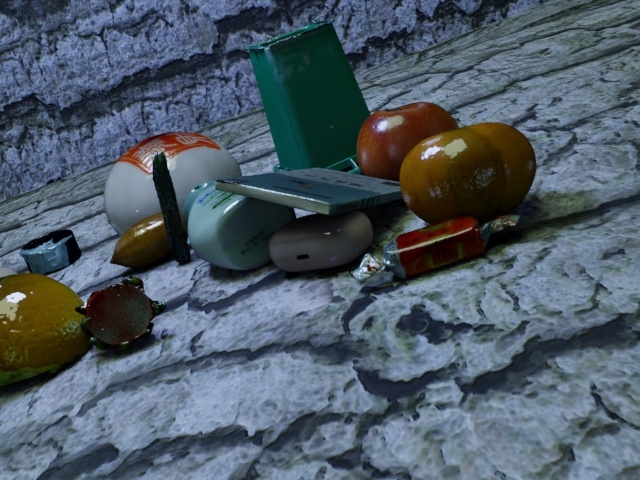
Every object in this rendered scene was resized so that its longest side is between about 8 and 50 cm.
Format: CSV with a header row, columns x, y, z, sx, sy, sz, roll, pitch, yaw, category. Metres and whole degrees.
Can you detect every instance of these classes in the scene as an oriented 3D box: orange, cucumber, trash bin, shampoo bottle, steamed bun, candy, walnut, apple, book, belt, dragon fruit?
x,y,z,sx,sy,sz,roll,pitch,yaw,category
0.260,-0.110,1.528,0.240,0.171,0.240,-15,-2,-1,orange
-0.332,-0.071,1.917,0.044,0.257,0.043,-16,19,-16,cucumber
-0.013,-0.319,2.100,0.259,0.381,0.295,-26,19,-15,trash bin
-0.193,-0.045,1.867,0.222,0.151,0.349,-33,20,-15,shampoo bottle
-0.394,-0.158,2.276,0.374,0.241,0.374,-15,15,4,steamed bun
0.191,0.010,1.439,0.292,0.059,0.086,-18,21,7,candy
-0.400,0.003,2.035,0.207,0.116,0.116,-31,20,-11,walnut
0.194,-0.216,1.916,0.235,0.173,0.210,-29,20,-30,apple
0.007,-0.102,1.721,0.264,0.031,0.379,12,14,29,book
-0.728,0.030,2.343,0.151,0.078,0.198,-25,20,-20,belt
-0.373,0.134,1.586,0.175,0.142,0.138,-29,36,63,dragon fruit
-0.597,0.167,1.682,0.262,0.196,0.334,-17,5,-41,orange

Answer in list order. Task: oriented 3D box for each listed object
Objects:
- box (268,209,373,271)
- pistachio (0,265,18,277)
x,y,z,sx,sy,sz,roll,pitch,yaw,category
0.000,0.000,1.624,0.200,0.088,0.146,-8,19,31,box
-0.736,0.129,1.977,0.144,0.144,0.215,-23,24,-11,pistachio
